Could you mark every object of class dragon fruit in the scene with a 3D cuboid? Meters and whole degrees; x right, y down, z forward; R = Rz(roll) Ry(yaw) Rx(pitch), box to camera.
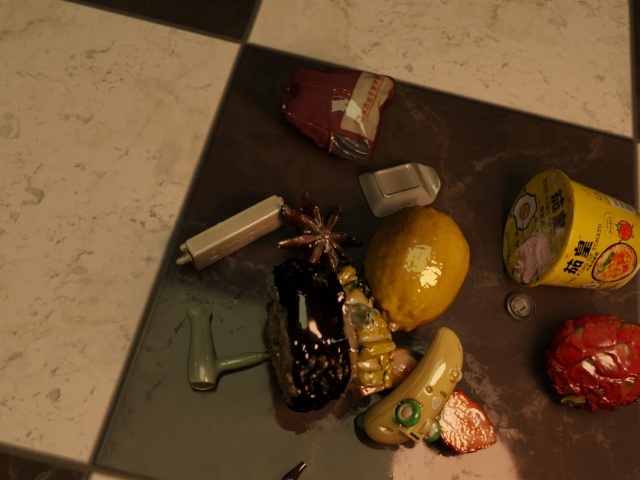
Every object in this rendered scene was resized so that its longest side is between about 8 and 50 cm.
[{"bbox_3d":[0.714,0.301,1.472,0.299,0.244,0.244,-17,68,-6],"label":"dragon fruit"}]

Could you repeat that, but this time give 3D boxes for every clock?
[{"bbox_3d":[0.555,0.185,1.615,0.085,0.017,0.085,3,65,-6],"label":"clock"}]

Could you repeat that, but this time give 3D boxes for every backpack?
[{"bbox_3d":[0.038,-0.385,1.717,0.317,0.197,0.283,18,66,6],"label":"backpack"}]

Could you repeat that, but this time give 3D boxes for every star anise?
[{"bbox_3d":[0.001,0.001,1.582,0.288,0.088,0.288,11,66,-25],"label":"star anise"}]

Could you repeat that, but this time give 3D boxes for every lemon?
[{"bbox_3d":[0.244,0.071,1.495,0.285,0.285,0.316,0,86,-7],"label":"lemon"}]

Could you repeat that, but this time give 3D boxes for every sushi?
[{"bbox_3d":[0.026,0.203,1.340,0.285,0.329,0.328,-6,26,-12],"label":"sushi"}]

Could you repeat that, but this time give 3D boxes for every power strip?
[{"bbox_3d":[-0.233,-0.018,1.565,0.338,0.098,0.058,-29,68,-18],"label":"power strip"}]

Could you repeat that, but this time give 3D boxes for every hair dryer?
[{"bbox_3d":[-0.047,0.573,1.361,0.079,0.031,0.083,-37,88,-30],"label":"hair dryer"},{"bbox_3d":[-0.217,0.265,1.466,0.237,0.075,0.206,2,59,-15],"label":"hair dryer"}]

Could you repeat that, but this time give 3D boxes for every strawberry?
[{"bbox_3d":[0.346,0.450,1.434,0.187,0.082,0.146,27,70,-1],"label":"strawberry"}]

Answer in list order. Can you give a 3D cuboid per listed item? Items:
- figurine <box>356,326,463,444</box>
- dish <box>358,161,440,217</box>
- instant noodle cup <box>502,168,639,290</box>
[{"bbox_3d":[0.220,0.346,1.413,0.124,0.222,0.324,43,77,-35],"label":"figurine"},{"bbox_3d":[0.244,-0.170,1.714,0.234,0.064,0.154,-16,68,-15],"label":"dish"},{"bbox_3d":[0.690,-0.009,1.576,0.254,0.325,0.326,12,64,-12],"label":"instant noodle cup"}]
